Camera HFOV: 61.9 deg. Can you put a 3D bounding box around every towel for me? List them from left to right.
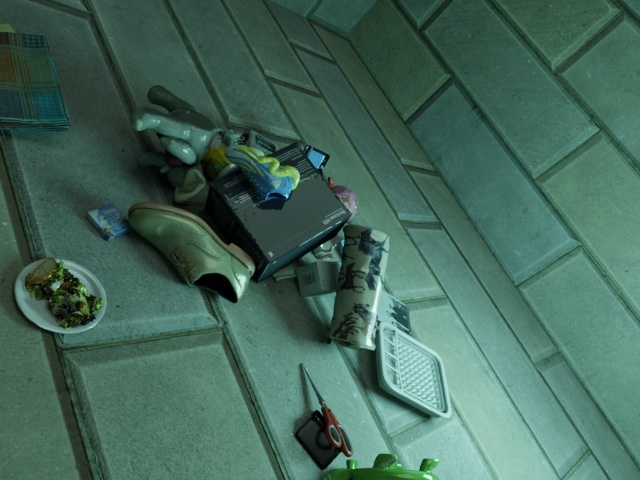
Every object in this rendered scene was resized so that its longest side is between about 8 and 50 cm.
[{"bbox_3d":[-0.854,-0.443,1.443,0.272,0.040,0.370,-7,60,-35],"label":"towel"},{"bbox_3d":[-0.146,0.069,1.805,0.113,0.023,0.152,-5,58,-53],"label":"towel"}]

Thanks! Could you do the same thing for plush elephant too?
[{"bbox_3d":[-0.441,-0.279,1.650,0.330,0.255,0.271,21,30,-24],"label":"plush elephant"}]

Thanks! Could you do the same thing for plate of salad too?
[{"bbox_3d":[-0.578,0.117,1.203,0.200,0.048,0.199,32,34,-24],"label":"plate of salad"}]

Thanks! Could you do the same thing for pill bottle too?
[{"bbox_3d":[-0.374,-0.303,1.854,0.208,0.117,0.118,51,31,6],"label":"pill bottle"}]

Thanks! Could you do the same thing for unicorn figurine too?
[{"bbox_3d":[0.000,0.000,1.999,0.060,0.111,0.161,29,49,-45],"label":"unicorn figurine"}]

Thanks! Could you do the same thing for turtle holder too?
[{"bbox_3d":[0.152,0.653,1.308,0.320,0.243,0.227,30,51,-42],"label":"turtle holder"}]

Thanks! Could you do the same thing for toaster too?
[{"bbox_3d":[-0.238,-0.308,2.032,0.186,0.110,0.168,27,38,-31],"label":"toaster"}]

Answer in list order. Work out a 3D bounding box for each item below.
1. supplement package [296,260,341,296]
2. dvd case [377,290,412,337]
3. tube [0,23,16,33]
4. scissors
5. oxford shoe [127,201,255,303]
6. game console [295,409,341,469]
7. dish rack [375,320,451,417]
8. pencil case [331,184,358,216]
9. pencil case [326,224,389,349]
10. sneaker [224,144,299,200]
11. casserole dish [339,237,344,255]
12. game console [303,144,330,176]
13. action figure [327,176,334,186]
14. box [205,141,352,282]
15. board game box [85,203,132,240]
[{"bbox_3d":[0.021,0.133,1.832,0.179,0.105,0.105,6,69,-48],"label":"supplement package"},{"bbox_3d":[0.254,0.271,2.056,0.239,0.029,0.179,33,34,-21],"label":"dvd case"},{"bbox_3d":[-0.892,-0.555,1.571,0.240,0.062,0.070,48,-3,8],"label":"tube"},{"bbox_3d":[0.015,0.477,1.513,0.109,0.021,0.297,39,13,-38],"label":"scissors"},{"bbox_3d":[-0.359,0.035,1.480,0.397,0.140,0.146,31,42,-21],"label":"oxford shoe"},{"bbox_3d":[-0.001,0.542,1.460,0.122,0.071,0.107,51,1,5],"label":"game console"},{"bbox_3d":[0.311,0.462,1.870,0.333,0.072,0.285,32,33,-23],"label":"dish rack"},{"bbox_3d":[-0.014,-0.125,2.046,0.386,0.167,0.160,-15,74,-56],"label":"pencil case"},{"bbox_3d":[0.124,0.147,1.737,0.160,0.183,0.410,13,77,-17],"label":"pencil case"},{"bbox_3d":[-0.184,-0.196,1.597,0.240,0.091,0.126,19,65,-7],"label":"sneaker"},{"bbox_3d":[0.136,0.074,2.127,0.114,0.037,0.188,0,55,-51],"label":"casserole dish"},{"bbox_3d":[-0.016,-0.297,2.145,0.144,0.124,0.085,16,20,-48],"label":"game console"},{"bbox_3d":[-0.071,-0.255,2.197,0.280,0.091,0.139,-16,74,-57],"label":"action figure"},{"bbox_3d":[-0.138,-0.093,1.718,0.343,0.179,0.312,-30,77,-28],"label":"box"},{"bbox_3d":[-0.565,-0.050,1.432,0.090,0.020,0.090,47,31,3],"label":"board game box"}]
